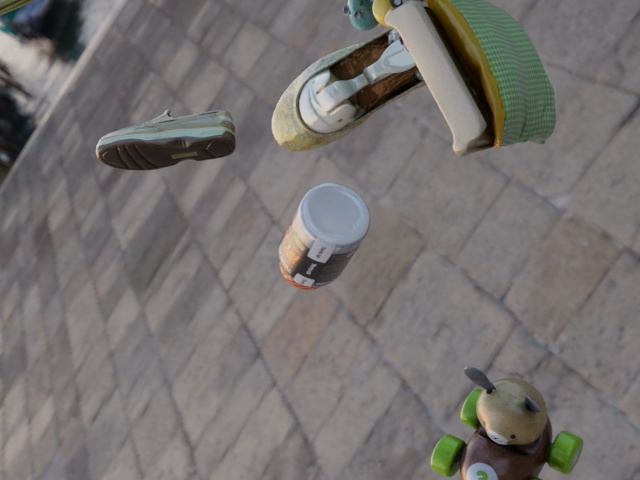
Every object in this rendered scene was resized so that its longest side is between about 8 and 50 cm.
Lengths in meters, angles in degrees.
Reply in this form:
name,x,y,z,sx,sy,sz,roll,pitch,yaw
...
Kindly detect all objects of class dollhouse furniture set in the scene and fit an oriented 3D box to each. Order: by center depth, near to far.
name,x,y,z,sx,sy,sz,roll,pitch,yaw
dollhouse furniture set,0.154,-0.243,1.053,0.151,0.302,0.197,-32,-8,35

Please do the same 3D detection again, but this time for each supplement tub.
name,x,y,z,sx,sy,sz,roll,pitch,yaw
supplement tub,0.000,0.000,1.874,0.190,0.117,0.117,120,169,-57

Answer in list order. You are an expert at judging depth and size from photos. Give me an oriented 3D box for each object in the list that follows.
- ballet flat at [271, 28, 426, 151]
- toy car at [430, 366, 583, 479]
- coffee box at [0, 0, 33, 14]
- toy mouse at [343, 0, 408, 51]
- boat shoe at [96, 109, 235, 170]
name,x,y,z,sx,sy,sz,roll,pitch,yaw
ballet flat,0.065,-0.238,1.725,0.348,0.123,0.123,-28,32,16
toy car,0.225,0.228,1.423,0.155,0.188,0.149,24,60,27
coffee box,-0.306,-0.285,0.666,0.337,0.334,0.338,6,33,43
toy mouse,0.079,-0.243,1.322,0.031,0.161,0.143,-64,15,-4
boat shoe,-0.211,-0.143,1.590,0.068,0.190,0.072,90,175,-60
